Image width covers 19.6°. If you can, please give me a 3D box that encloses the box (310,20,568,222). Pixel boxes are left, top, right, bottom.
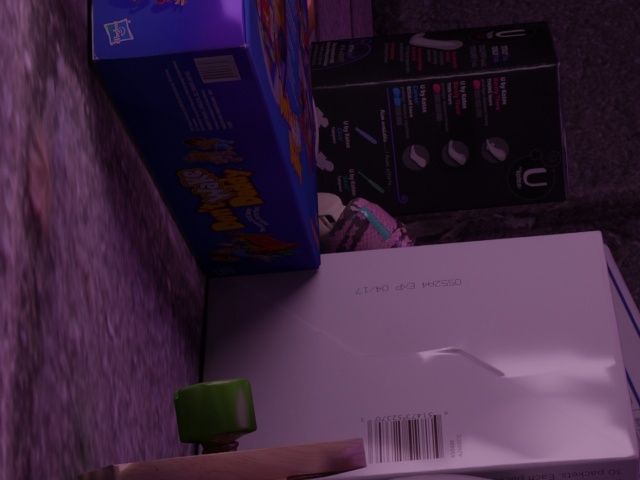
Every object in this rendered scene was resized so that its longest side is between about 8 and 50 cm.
[{"bbox_3d":[0.098,-0.116,1.805,0.165,0.270,0.143,-81,165,-68],"label":"box"}]

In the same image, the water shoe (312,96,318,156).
[{"bbox_3d":[-0.045,-0.043,1.356,0.080,0.073,0.203,-134,-141,-64],"label":"water shoe"}]

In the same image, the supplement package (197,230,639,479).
[{"bbox_3d":[0.063,0.122,1.193,0.204,0.262,0.145,-90,173,-48],"label":"supplement package"}]

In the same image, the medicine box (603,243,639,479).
[{"bbox_3d":[0.121,0.165,1.396,0.263,0.289,0.149,-107,-173,-45],"label":"medicine box"}]

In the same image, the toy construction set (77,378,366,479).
[{"bbox_3d":[0.033,0.154,0.749,0.257,0.309,0.237,96,-14,-72],"label":"toy construction set"}]

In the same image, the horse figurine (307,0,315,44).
[{"bbox_3d":[-0.041,-0.217,1.483,0.174,0.066,0.263,88,-3,-67],"label":"horse figurine"}]

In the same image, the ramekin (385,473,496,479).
[{"bbox_3d":[0.058,0.249,1.067,0.127,0.273,0.273,-102,-178,-46],"label":"ramekin"}]

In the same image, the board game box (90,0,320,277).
[{"bbox_3d":[-0.061,-0.142,1.088,0.347,0.078,0.233,72,14,-70],"label":"board game box"}]

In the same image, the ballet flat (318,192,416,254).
[{"bbox_3d":[0.000,0.000,1.438,0.079,0.077,0.221,55,-23,-8],"label":"ballet flat"}]
